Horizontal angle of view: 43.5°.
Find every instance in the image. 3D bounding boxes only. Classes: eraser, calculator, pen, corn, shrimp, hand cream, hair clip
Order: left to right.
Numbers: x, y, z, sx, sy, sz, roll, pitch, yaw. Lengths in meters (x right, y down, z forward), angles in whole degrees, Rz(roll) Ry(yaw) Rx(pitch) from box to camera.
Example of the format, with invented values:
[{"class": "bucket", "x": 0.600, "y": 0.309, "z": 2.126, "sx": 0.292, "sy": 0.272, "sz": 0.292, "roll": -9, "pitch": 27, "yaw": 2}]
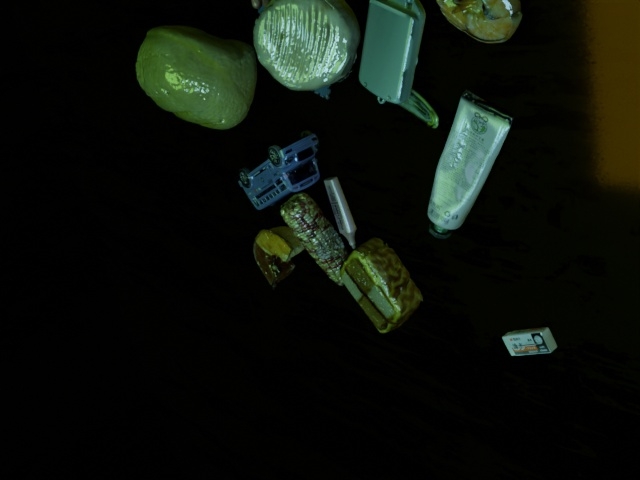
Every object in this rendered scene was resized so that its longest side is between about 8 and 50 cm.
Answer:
[{"class": "corn", "x": 0.000, "y": 0.000, "z": 2.093, "sx": 0.098, "sy": 0.098, "sz": 0.290, "roll": 4, "pitch": 136, "yaw": 53}, {"class": "pen", "x": 0.056, "y": -0.068, "z": 2.065, "sx": 0.053, "sy": 0.032, "sz": 0.197, "roll": -3, "pitch": 111, "yaw": 54}, {"class": "calculator", "x": 0.143, "y": -0.395, "z": 1.644, "sx": 0.141, "sy": 0.045, "sz": 0.246, "roll": 37, "pitch": 133, "yaw": 38}, {"class": "hair clip", "x": 0.190, "y": -0.296, "z": 1.698, "sx": 0.188, "sy": 0.033, "sz": 0.060, "roll": 44, "pitch": 143, "yaw": 34}, {"class": "shrimp", "x": 0.255, "y": -0.484, "z": 1.439, "sx": 0.289, "sy": 0.075, "sz": 0.178, "roll": 53, "pitch": 152, "yaw": -13}, {"class": "hand cream", "x": 0.295, "y": -0.144, "z": 1.660, "sx": 0.121, "sy": 0.076, "sz": 0.336, "roll": 36, "pitch": 135, "yaw": 24}, {"class": "eraser", "x": 0.455, "y": 0.221, "z": 1.749, "sx": 0.122, "sy": 0.029, "sz": 0.052, "roll": -21, "pitch": 98, "yaw": 58}]

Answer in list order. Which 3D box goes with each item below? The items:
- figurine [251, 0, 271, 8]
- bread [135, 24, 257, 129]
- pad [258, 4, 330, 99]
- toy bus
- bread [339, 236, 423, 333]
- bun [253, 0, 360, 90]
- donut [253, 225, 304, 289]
[{"class": "figurine", "x": -0.195, "y": -0.727, "z": 1.782, "sx": 0.193, "sy": 0.154, "sz": 0.421, "roll": -2, "pitch": 107, "yaw": 12}, {"class": "bread", "x": -0.315, "y": -0.416, "z": 2.049, "sx": 0.320, "sy": 0.320, "sz": 0.237, "roll": 17, "pitch": 97, "yaw": 47}, {"class": "pad", "x": -0.064, "y": -0.499, "z": 1.907, "sx": 0.269, "sy": 0.012, "sz": 0.270, "roll": 37, "pitch": 141, "yaw": 32}, {"class": "toy bus", "x": -0.098, "y": -0.179, "z": 2.102, "sx": 0.133, "sy": 0.125, "sz": 0.292, "roll": 61, "pitch": 149, "yaw": -3}, {"class": "bread", "x": 0.150, "y": 0.116, "z": 2.027, "sx": 0.222, "sy": 0.096, "sz": 0.181, "roll": 54, "pitch": 150, "yaw": 8}, {"class": "bun", "x": -0.021, "y": -0.444, "z": 1.748, "sx": 0.239, "sy": 0.141, "sz": 0.239, "roll": 8, "pitch": 126, "yaw": 11}, {"class": "donut", "x": -0.117, "y": 0.027, "z": 2.329, "sx": 0.141, "sy": 0.085, "sz": 0.217, "roll": 53, "pitch": 146, "yaw": 11}]
